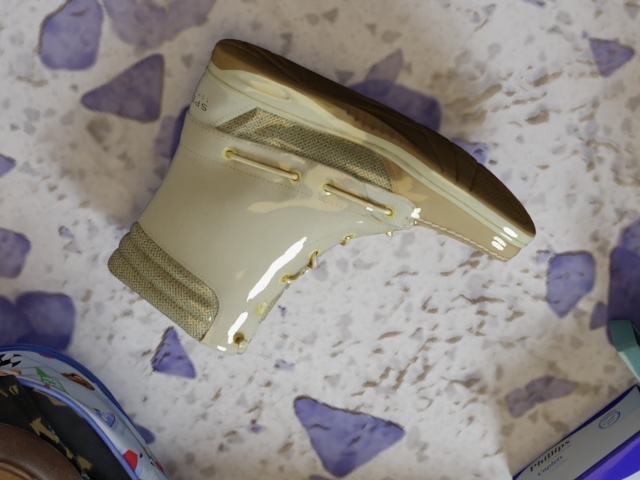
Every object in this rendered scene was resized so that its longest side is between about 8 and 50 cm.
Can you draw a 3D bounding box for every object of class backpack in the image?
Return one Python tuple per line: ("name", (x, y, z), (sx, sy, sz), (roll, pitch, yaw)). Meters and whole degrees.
("backpack", (-0.217, 0.208, 1.350), (0.276, 0.213, 0.263), (-30, 109, -3))

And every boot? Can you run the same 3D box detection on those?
("boot", (0.000, 0.000, 1.345), (0.262, 0.095, 0.203), (26, 106, -11))

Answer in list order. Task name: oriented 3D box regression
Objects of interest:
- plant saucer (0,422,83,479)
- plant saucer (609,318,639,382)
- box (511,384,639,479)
("plant saucer", (-0.228, 0.203, 1.238), (0.168, 0.029, 0.168), (0, 93, -8))
("plant saucer", (0.280, 0.140, 1.416), (0.018, 0.067, 0.192), (-36, 101, 13))
("box", (0.240, 0.206, 1.449), (0.126, 0.072, 0.137), (-39, 107, 10))
